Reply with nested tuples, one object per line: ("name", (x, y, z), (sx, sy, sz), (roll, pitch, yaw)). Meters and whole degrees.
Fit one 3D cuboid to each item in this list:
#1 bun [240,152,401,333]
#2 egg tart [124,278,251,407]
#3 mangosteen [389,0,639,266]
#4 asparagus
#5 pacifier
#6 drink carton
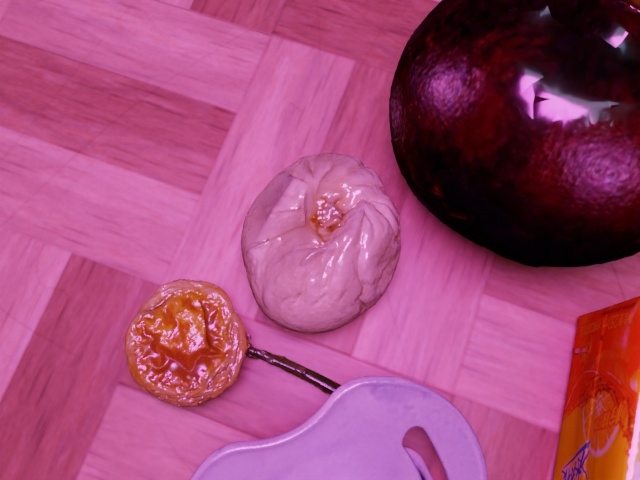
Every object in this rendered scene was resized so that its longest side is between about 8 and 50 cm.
("bun", (0.000, 0.000, 0.582), (0.164, 0.111, 0.188), (38, 83, 14))
("egg tart", (-0.133, 0.105, 0.590), (0.130, 0.052, 0.130), (-1, 74, 3))
("mangosteen", (0.212, -0.121, 0.514), (0.297, 0.293, 0.297), (2, 64, -4))
("asparagus", (-0.029, 0.135, 0.597), (0.127, 0.015, 0.018), (23, 76, 8))
("pacifier", (0.021, 0.256, 0.463), (0.287, 0.226, 0.238), (-23, 95, -3))
("drink carton", (0.272, 0.236, 0.489), (0.111, 0.154, 0.351), (14, 76, 6))
